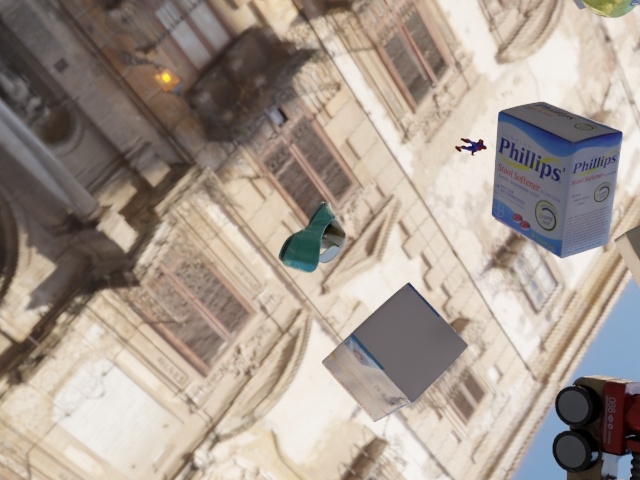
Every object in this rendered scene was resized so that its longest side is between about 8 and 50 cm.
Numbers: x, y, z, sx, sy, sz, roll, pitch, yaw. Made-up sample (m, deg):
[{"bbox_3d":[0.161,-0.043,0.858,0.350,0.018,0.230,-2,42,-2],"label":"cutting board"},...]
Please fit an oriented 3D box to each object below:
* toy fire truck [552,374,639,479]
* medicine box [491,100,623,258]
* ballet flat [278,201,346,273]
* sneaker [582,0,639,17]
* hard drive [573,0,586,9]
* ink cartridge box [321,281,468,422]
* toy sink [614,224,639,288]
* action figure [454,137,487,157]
[{"bbox_3d":[0.459,0.302,1.007,0.246,0.158,0.217,1,-95,45],"label":"toy fire truck"},{"bbox_3d":[0.546,-0.150,1.778,0.149,0.289,0.263,-16,-149,-21],"label":"medicine box"},{"bbox_3d":[0.000,0.000,1.395,0.083,0.087,0.247,-68,173,26],"label":"ballet flat"},{"bbox_3d":[0.361,-0.279,0.743,0.240,0.126,0.091,7,-111,41],"label":"sneaker"},{"bbox_3d":[0.476,-0.583,1.355,0.203,0.307,0.040,-23,-145,42],"label":"hard drive"},{"bbox_3d":[0.162,0.264,1.738,0.197,0.198,0.270,-39,172,-25],"label":"ink cartridge box"},{"bbox_3d":[0.714,-0.002,1.453,0.234,0.131,0.153,-27,169,9],"label":"toy sink"},{"bbox_3d":[0.337,-0.206,1.657,0.030,0.115,0.038,40,-63,26],"label":"action figure"}]
